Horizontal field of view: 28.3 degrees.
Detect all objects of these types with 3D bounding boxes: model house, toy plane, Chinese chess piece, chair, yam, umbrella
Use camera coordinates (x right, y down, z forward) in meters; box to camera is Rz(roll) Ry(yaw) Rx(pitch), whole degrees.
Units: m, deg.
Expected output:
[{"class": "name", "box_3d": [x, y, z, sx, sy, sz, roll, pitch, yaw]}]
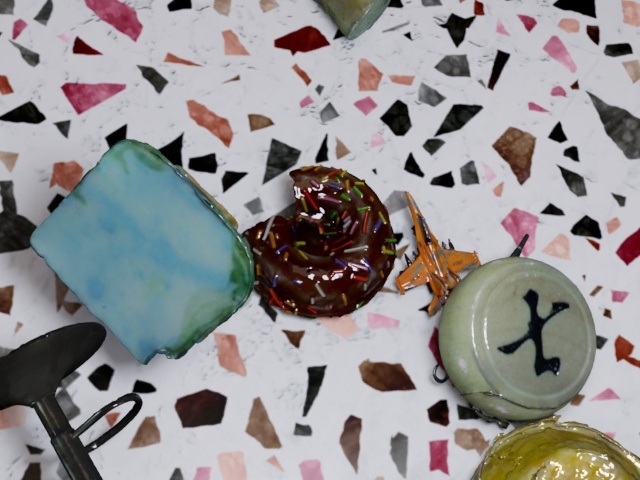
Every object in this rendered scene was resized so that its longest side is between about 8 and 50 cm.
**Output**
[{"class": "model house", "box_3d": [-0.194, 0.005, 1.707, 0.226, 0.241, 0.261, -44, 86, 15]}, {"class": "toy plane", "box_3d": [0.159, 0.017, 1.853, 0.135, 0.062, 0.188, -18, 66, -16]}, {"class": "Chinese chess piece", "box_3d": [0.276, 0.140, 1.768, 0.237, 0.092, 0.238, 6, 77, -25]}, {"class": "chair", "box_3d": [-0.271, 0.325, 1.550, 0.226, 0.226, 0.401, -26, 74, -20]}, {"class": "yam", "box_3d": [0.035, -0.414, 1.996, 0.107, 0.107, 0.194, -26, 74, -20]}, {"class": "umbrella", "box_3d": [0.239, 0.102, 1.831, 0.044, 0.044, 0.269, 44, 68, -18]}]

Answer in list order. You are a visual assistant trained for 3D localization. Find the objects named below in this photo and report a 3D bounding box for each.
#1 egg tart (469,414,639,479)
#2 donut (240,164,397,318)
[{"class": "egg tart", "box_3d": [0.339, 0.380, 1.690, 0.314, 0.120, 0.315, 3, 66, -8]}, {"class": "donut", "box_3d": [0.001, 0.000, 1.806, 0.230, 0.096, 0.216, -36, 72, -21]}]
